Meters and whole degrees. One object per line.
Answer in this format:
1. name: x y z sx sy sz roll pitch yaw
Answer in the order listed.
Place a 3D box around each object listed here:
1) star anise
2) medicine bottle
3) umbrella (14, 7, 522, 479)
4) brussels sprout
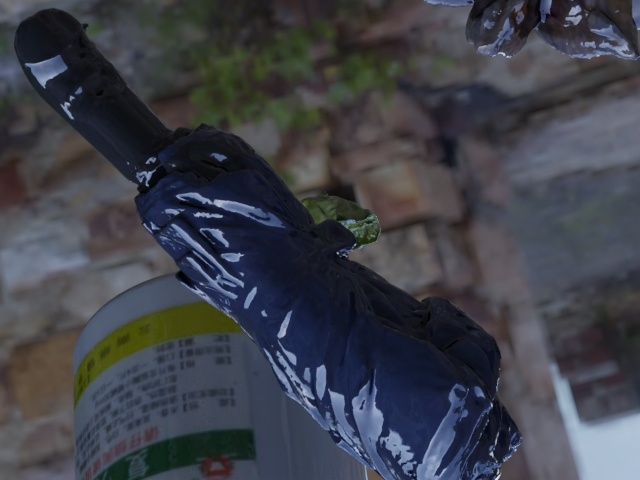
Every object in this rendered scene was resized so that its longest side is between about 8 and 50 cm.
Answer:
1. star anise: 0.139 -0.171 1.197 0.212 0.197 0.073 -9 134 -29
2. medicine bottle: -0.065 0.208 1.306 0.208 0.340 0.208 -4 141 -3
3. umbrella: -0.021 0.000 0.703 0.071 0.248 0.071 -38 158 -18
4. brussels sprout: 0.000 0.000 1.396 0.085 0.058 0.085 -47 159 -24
